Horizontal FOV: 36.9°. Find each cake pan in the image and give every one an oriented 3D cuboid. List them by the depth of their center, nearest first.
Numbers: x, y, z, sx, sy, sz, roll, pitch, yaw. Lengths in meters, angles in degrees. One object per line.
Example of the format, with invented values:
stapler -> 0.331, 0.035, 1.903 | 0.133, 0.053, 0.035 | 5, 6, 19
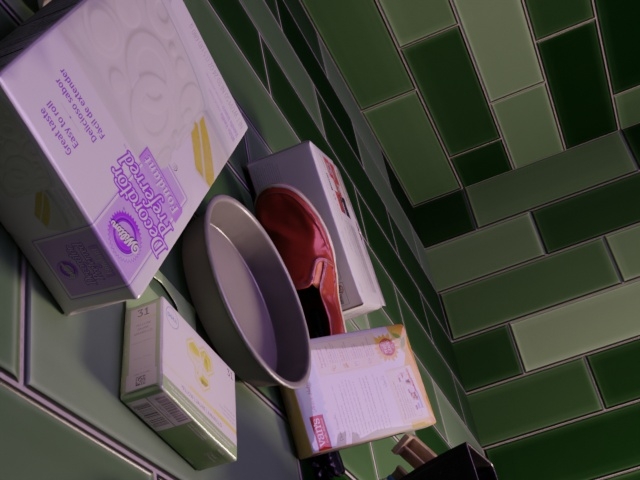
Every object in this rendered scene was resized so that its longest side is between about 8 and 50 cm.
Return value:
cake pan -> -0.103, 0.078, 1.343 | 0.293, 0.054, 0.293 | 57, 17, -29

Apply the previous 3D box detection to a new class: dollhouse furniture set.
dollhouse furniture set -> 0.174, 0.419, 1.531 | 0.184, 0.129, 0.129 | 41, 1, 21

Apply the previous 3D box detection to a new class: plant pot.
plant pot -> 0.177, 0.414, 1.353 | 0.187, 0.167, 0.188 | 46, 25, -60

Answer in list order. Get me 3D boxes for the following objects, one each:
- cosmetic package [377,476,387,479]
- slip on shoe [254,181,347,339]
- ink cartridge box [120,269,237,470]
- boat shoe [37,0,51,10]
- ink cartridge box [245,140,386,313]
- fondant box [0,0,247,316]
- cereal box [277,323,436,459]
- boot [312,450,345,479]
cosmetic package -> 0.127, 0.593, 1.450 | 0.284, 0.097, 0.377 | -51, 120, -74
slip on shoe -> -0.035, 0.061, 1.585 | 0.101, 0.123, 0.331 | 5, 70, -73
ink cartridge box -> -0.158, 0.117, 1.085 | 0.171, 0.056, 0.235 | 57, 20, -44
boat shoe -> -0.295, -0.295, 1.148 | 0.063, 0.066, 0.184 | 56, 14, 2
ink cartridge box -> 0.000, 0.000, 1.790 | 0.272, 0.130, 0.309 | 24, 47, -76
fondant box -> -0.210, -0.122, 0.965 | 0.238, 0.096, 0.330 | 63, 30, -27
cereal box -> 0.051, 0.230, 1.496 | 0.240, 0.047, 0.173 | -5, 70, -33
boot -> 0.014, 0.323, 1.521 | 0.099, 0.045, 0.121 | 69, 19, 7
